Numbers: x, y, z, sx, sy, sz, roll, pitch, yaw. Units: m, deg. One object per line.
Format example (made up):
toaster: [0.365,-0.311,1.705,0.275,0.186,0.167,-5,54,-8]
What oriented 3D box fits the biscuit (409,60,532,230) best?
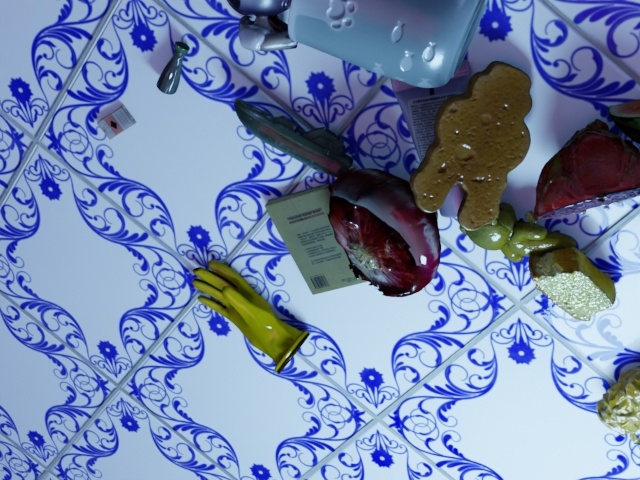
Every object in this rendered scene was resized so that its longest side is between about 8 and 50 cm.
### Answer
biscuit: [0.277,-0.169,1.762,0.186,0.044,0.295,24,101,-16]

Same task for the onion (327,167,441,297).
onion: [0.140,-0.035,1.910,0.272,0.195,0.272,38,148,28]

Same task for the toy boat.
toy boat: [-0.053,-0.210,1.940,0.261,0.078,0.085,29,105,2]

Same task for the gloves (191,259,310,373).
gloves: [-0.171,0.162,2.231,0.294,0.116,0.133,39,122,4]

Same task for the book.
book: [0.000,0.000,2.084,0.161,0.026,0.231,-14,115,30]

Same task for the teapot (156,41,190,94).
teapot: [-0.288,-0.343,1.977,0.043,0.043,0.110,32,126,2]

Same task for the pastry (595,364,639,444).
pastry: [0.652,0.308,1.947,0.154,0.102,0.250,37,127,1]

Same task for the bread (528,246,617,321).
bread: [0.472,0.080,1.870,0.103,0.065,0.187,-26,127,35]

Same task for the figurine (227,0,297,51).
figurine: [-0.122,-0.444,1.777,0.145,0.145,0.222,6,125,21]

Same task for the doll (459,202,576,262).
doll: [0.373,-0.015,1.882,0.210,0.097,0.137,17,159,-7]

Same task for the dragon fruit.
dragon fruit: [0.458,-0.128,1.714,0.224,0.218,0.148,148,108,-73]

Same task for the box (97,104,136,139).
box: [-0.432,-0.250,2.121,0.083,0.012,0.046,-25,109,34]

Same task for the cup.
cup: [0.121,-0.375,1.664,0.275,0.259,0.356,24,159,8]

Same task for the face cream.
face cream: [0.229,-0.183,1.831,0.154,0.096,0.273,-8,105,31]

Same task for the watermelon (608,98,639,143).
watermelon: [0.555,-0.205,1.663,0.125,0.135,0.094,38,92,0]
